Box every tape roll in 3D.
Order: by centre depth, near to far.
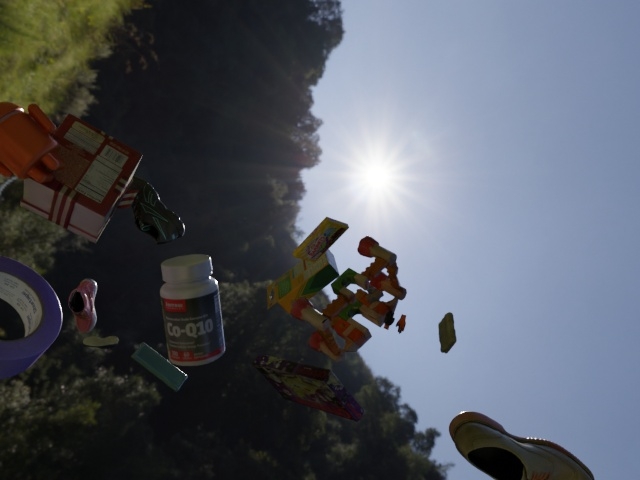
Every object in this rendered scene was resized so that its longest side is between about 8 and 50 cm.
[{"bbox_3d":[-0.721,0.163,1.227,0.090,0.275,0.274,-42,-126,24],"label":"tape roll"}]

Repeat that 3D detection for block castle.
[{"bbox_3d":[0.112,0.227,2.215,0.213,0.453,0.303,28,-28,42],"label":"block castle"}]

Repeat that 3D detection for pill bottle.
[{"bbox_3d":[-0.362,0.192,1.572,0.161,0.161,0.283,-159,-118,-63],"label":"pill bottle"}]

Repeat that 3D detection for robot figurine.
[{"bbox_3d":[-0.712,-0.232,1.317,0.219,0.128,0.158,46,-51,-11],"label":"robot figurine"}]

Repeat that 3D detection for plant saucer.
[{"bbox_3d":[-0.531,0.418,1.860,0.192,0.067,0.018,40,-45,-7],"label":"plant saucer"}]

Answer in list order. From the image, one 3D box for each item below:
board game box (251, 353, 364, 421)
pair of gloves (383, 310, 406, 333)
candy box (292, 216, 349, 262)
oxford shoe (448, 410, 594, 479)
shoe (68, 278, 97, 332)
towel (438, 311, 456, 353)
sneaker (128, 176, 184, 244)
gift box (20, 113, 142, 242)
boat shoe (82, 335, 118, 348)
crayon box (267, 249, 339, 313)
[{"bbox_3d":[-0.046,0.457,1.758,0.347,0.056,0.208,-2,-43,47],"label":"board game box"},{"bbox_3d":[0.275,0.301,2.069,0.010,0.083,0.074,130,-23,-72],"label":"pair of gloves"},{"bbox_3d":[0.000,0.000,2.007,0.206,0.105,0.027,-47,-137,29],"label":"candy box"},{"bbox_3d":[0.507,0.571,1.391,0.146,0.397,0.140,-77,-171,-73],"label":"oxford shoe"},{"bbox_3d":[-0.693,0.203,1.622,0.081,0.064,0.177,-74,178,-70],"label":"shoe"},{"bbox_3d":[0.413,0.305,1.841,0.148,0.027,0.110,98,-9,-64],"label":"towel"},{"bbox_3d":[-0.555,-0.098,1.790,0.267,0.106,0.101,45,-38,6],"label":"sneaker"},{"bbox_3d":[-0.650,-0.171,1.571,0.258,0.255,0.276,-33,-153,56],"label":"gift box"},{"bbox_3d":[-0.835,0.390,2.121,0.042,0.133,0.049,-54,-129,27],"label":"boat shoe"},{"bbox_3d":[-0.078,0.173,2.367,0.083,0.323,0.203,49,11,-22],"label":"crayon box"}]
